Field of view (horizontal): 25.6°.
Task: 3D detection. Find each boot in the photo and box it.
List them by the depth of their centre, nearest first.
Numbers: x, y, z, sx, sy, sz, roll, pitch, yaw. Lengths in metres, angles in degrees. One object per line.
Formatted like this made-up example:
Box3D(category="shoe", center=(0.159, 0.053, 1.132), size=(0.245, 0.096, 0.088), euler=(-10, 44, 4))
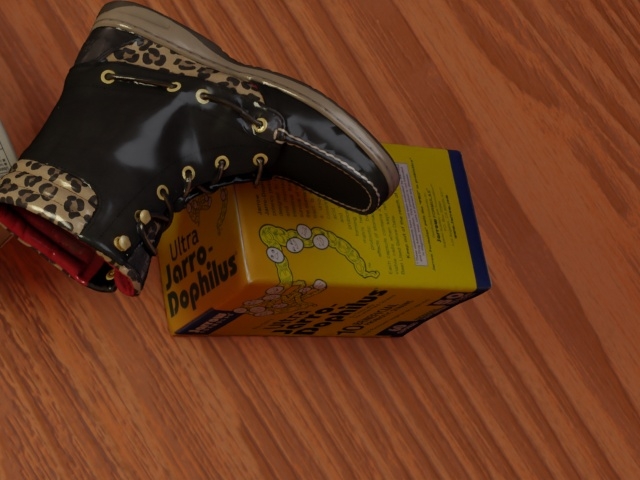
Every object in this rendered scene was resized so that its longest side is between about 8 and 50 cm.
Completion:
Box3D(category="boot", center=(-0.135, -0.061, 1.476), size=(0.377, 0.138, 0.284), euler=(31, 63, 1))

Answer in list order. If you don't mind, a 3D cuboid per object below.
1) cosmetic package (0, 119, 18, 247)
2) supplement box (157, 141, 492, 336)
Box3D(category="cosmetic package", center=(-0.443, -0.122, 1.512), size=(0.153, 0.129, 0.296), euler=(-17, 78, -42))
Box3D(category="supplement box", center=(0.000, 0.000, 1.728), size=(0.357, 0.194, 0.195), euler=(3, 67, -34))
